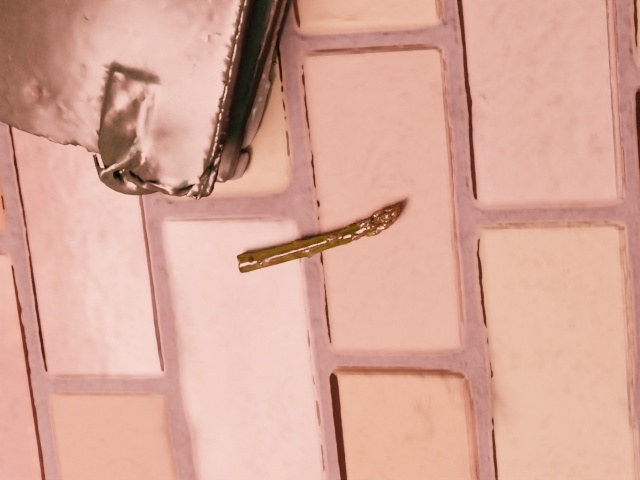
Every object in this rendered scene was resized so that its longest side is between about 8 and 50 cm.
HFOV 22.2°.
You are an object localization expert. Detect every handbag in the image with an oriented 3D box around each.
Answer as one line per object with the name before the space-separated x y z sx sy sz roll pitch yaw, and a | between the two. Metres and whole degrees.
handbag | -0.140 -0.173 0.956 0.248 0.079 0.260 21 113 13

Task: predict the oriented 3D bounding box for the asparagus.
asparagus | 0.000 0.000 0.994 0.114 0.014 0.015 -17 116 20
